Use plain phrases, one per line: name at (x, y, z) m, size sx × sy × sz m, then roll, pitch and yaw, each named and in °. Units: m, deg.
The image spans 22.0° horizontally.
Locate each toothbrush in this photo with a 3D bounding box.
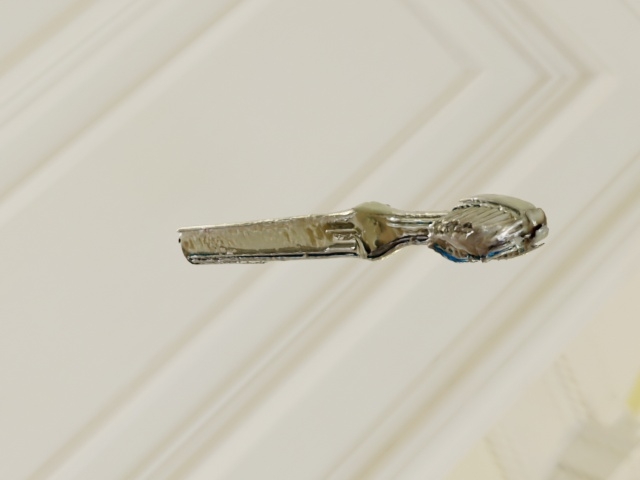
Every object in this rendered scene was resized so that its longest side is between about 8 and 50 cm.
toothbrush at (0.005, -0.002, 0.725) m, size 0.294 × 0.028 × 0.026 m, roll -1°, pitch -73°, yaw 62°
